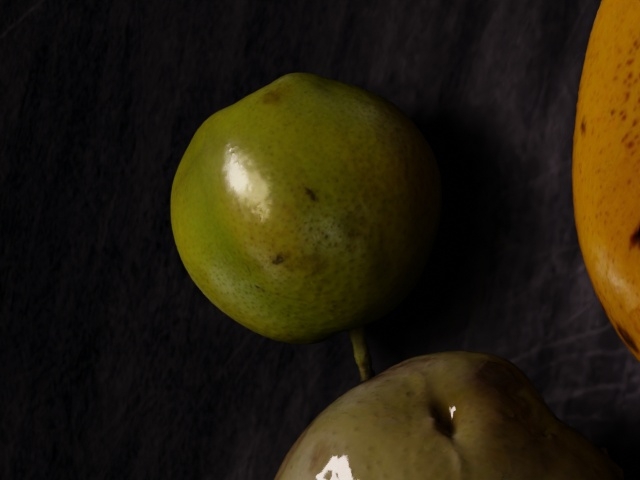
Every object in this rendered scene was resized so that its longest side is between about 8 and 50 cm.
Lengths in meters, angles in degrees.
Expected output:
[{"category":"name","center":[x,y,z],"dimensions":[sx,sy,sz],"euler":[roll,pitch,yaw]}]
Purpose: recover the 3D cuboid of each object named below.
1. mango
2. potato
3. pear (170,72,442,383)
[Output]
[{"category":"mango","center":[0.212,-0.037,0.804],"dimensions":[0.191,0.160,0.290],"euler":[-46,47,48]},{"category":"potato","center":[0.089,0.233,0.860],"dimensions":[0.202,0.218,0.351],"euler":[-10,83,27]},{"category":"pear","center":[0.000,0.000,1.061],"dimensions":[0.180,0.166,0.216],"euler":[-21,94,34]}]
